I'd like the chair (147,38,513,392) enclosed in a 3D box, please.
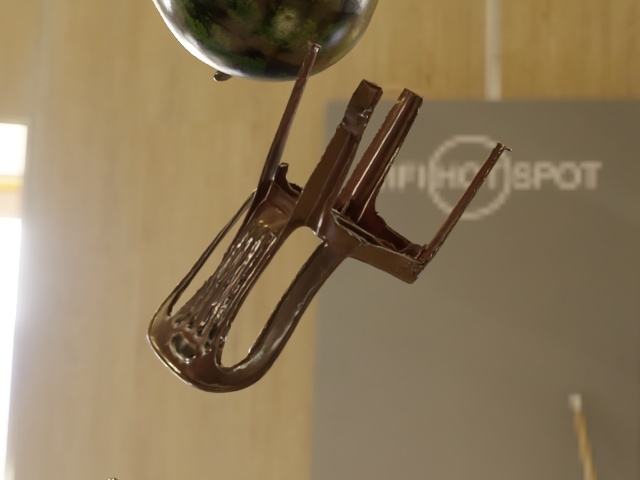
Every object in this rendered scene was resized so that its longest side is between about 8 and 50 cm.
[{"bbox_3d":[0.000,0.000,1.564,0.183,0.326,0.175,22,11,-41],"label":"chair"}]

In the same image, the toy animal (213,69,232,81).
[{"bbox_3d":[-0.044,-0.375,1.913,0.206,0.367,0.081,-9,10,-32],"label":"toy animal"}]

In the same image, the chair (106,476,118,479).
[{"bbox_3d":[-0.161,0.494,1.830,0.416,0.203,0.240,40,-61,-17],"label":"chair"}]

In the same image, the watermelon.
[{"bbox_3d":[-0.056,-0.298,1.739,0.269,0.269,0.269,2,-11,0],"label":"watermelon"}]
